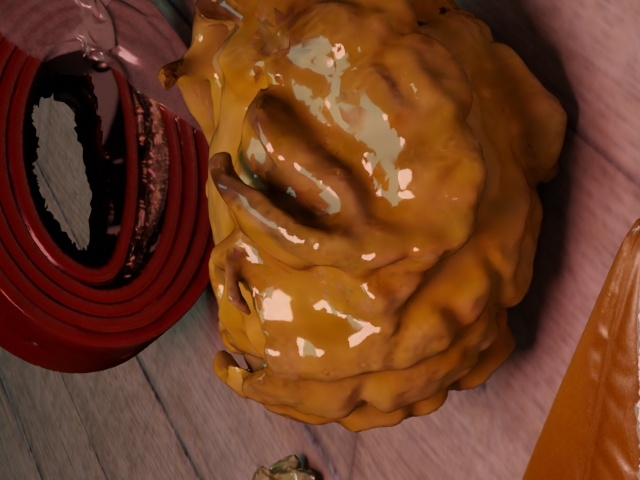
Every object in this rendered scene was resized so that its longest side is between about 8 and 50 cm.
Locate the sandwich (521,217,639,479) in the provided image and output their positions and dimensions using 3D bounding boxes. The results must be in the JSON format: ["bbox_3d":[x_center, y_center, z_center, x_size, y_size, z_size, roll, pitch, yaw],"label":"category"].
[{"bbox_3d":[0.137,0.060,0.757,0.113,0.079,0.163,-163,71,-66],"label":"sandwich"}]

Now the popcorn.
[{"bbox_3d":[0.018,-0.024,0.907,0.250,0.190,0.250,32,127,58],"label":"popcorn"}]

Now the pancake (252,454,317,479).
[{"bbox_3d":[-0.009,0.335,1.198,0.197,0.054,0.377,137,125,-62],"label":"pancake"}]

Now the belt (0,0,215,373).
[{"bbox_3d":[-0.196,-0.062,1.385,0.115,0.227,0.324,143,120,-62],"label":"belt"}]
